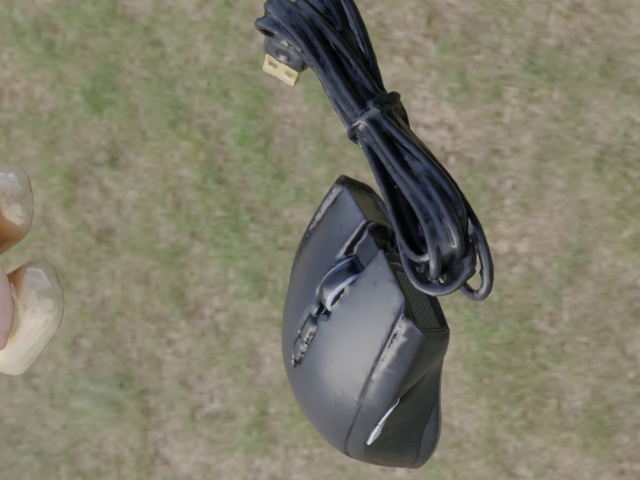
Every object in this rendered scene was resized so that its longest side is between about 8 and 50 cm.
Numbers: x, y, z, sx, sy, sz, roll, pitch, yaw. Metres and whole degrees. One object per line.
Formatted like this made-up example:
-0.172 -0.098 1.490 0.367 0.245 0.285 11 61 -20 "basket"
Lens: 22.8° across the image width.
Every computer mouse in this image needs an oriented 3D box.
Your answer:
0.000 0.000 0.722 0.262 0.060 0.184 97 151 -63 "computer mouse"

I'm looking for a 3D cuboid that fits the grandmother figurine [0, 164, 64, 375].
-0.288 0.021 0.745 0.104 0.342 0.208 -47 57 34 "grandmother figurine"
